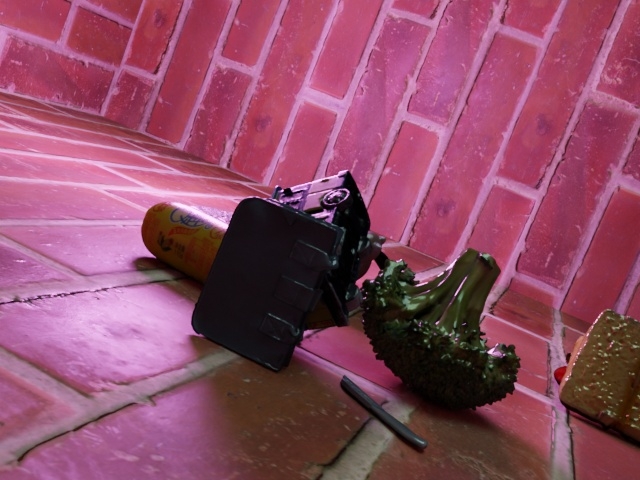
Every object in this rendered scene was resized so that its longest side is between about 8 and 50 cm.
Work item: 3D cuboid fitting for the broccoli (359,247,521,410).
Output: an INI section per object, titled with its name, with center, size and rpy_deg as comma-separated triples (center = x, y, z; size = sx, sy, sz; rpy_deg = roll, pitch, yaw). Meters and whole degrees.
[broccoli]
center = 0.198, 0.150, 1.322
size = 0.288, 0.259, 0.235
rpy_deg = 39, -37, -14

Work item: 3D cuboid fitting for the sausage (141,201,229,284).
[sausage]
center = -0.205, 0.022, 1.460
size = 0.347, 0.123, 0.123
rpy_deg = 24, 8, 24

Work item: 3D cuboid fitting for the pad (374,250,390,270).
[pad]
center = 0.189, 0.055, 1.931
size = 0.314, 0.063, 0.375
rpy_deg = 56, -2, -17

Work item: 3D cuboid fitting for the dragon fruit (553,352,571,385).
[dragon fruit]
center = 0.684, 0.341, 1.824
size = 0.344, 0.100, 0.282
rpy_deg = 18, 4, -30

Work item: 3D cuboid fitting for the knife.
[knife]
center = 0.083, 0.244, 1.111
size = 0.028, 0.015, 0.210
rpy_deg = 8, 14, -36

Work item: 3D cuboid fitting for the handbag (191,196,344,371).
[handbag]
center = -0.074, 0.062, 1.151
size = 0.179, 0.229, 0.062
rpy_deg = 23, 5, 16

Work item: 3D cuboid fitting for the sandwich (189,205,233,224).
[sandwich]
center = -0.194, 0.007, 1.651
size = 0.292, 0.109, 0.212
rpy_deg = 16, 9, -40

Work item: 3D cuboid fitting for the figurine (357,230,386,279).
[figurine]
center = 0.000, -0.001, 1.849
size = 0.249, 0.203, 0.380
rpy_deg = -6, 15, -9

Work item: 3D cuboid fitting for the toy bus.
[toy bus]
center = -0.017, 0.017, 1.321
size = 0.175, 0.138, 0.287
rpy_deg = -12, 34, 21

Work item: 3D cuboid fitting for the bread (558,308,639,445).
[bread]
center = 0.647, 0.318, 1.630
size = 0.264, 0.236, 0.198
rpy_deg = 25, -25, 18
